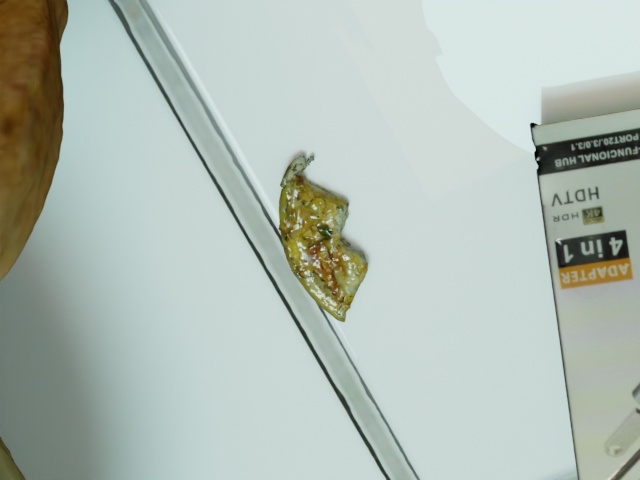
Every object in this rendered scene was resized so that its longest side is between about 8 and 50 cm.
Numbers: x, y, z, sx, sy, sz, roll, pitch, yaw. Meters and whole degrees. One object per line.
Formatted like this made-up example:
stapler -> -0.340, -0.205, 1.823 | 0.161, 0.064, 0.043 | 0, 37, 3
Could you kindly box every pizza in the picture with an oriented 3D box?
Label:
pizza -> 0.000, 0.000, 0.856 | 0.037, 0.016, 0.083 | -12, 109, 12

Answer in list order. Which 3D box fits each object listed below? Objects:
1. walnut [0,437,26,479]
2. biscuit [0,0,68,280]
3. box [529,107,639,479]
walnut -> -0.286, 0.163, 0.818 | 0.383, 0.383, 0.384 | 5, 115, 11
biscuit -> -0.325, -0.056, 0.724 | 0.455, 0.350, 0.078 | 17, 135, 17
box -> 0.168, 0.061, 0.771 | 0.129, 0.033, 0.247 | -10, 82, 17
